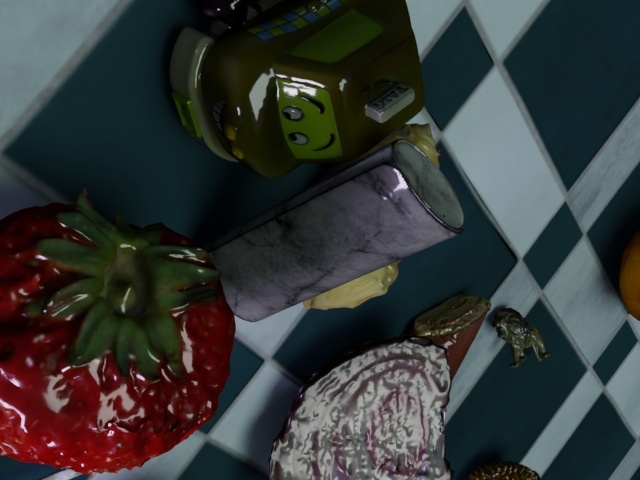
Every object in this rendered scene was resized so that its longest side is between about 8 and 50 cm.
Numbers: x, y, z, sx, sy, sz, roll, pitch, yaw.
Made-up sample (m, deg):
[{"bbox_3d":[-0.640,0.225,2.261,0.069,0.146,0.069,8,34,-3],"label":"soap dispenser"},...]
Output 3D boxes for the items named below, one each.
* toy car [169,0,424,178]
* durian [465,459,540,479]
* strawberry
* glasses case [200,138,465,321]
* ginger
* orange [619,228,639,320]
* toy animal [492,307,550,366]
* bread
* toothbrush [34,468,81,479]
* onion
[{"bbox_3d":[0.001,-0.162,0.922,0.248,0.198,0.204,-36,137,-23],"label":"toy car"},{"bbox_3d":[0.335,0.479,1.752,0.168,0.137,0.158,-37,158,-11],"label":"durian"},{"bbox_3d":[-0.219,0.104,0.862,0.257,0.257,0.277,-17,161,-38],"label":"strawberry"},{"bbox_3d":[0.000,0.000,0.969,0.114,0.299,0.060,46,42,-20],"label":"glasses case"},{"bbox_3d":[0.058,-0.024,1.124,0.138,0.152,0.267,35,68,-25],"label":"ginger"},{"bbox_3d":[0.682,0.070,1.734,0.261,0.261,0.261,-25,131,-33],"label":"orange"},{"bbox_3d":[0.353,0.179,1.612,0.069,0.086,0.220,-20,149,17],"label":"toy animal"},{"bbox_3d":[0.178,0.166,1.427,0.119,0.067,0.192,12,106,-49],"label":"bread"},{"bbox_3d":[-0.396,0.277,0.930,0.418,0.042,0.040,-17,87,-39],"label":"toothbrush"},{"bbox_3d":[0.045,0.270,1.313,0.280,0.146,0.314,-1,102,-22],"label":"onion"}]
